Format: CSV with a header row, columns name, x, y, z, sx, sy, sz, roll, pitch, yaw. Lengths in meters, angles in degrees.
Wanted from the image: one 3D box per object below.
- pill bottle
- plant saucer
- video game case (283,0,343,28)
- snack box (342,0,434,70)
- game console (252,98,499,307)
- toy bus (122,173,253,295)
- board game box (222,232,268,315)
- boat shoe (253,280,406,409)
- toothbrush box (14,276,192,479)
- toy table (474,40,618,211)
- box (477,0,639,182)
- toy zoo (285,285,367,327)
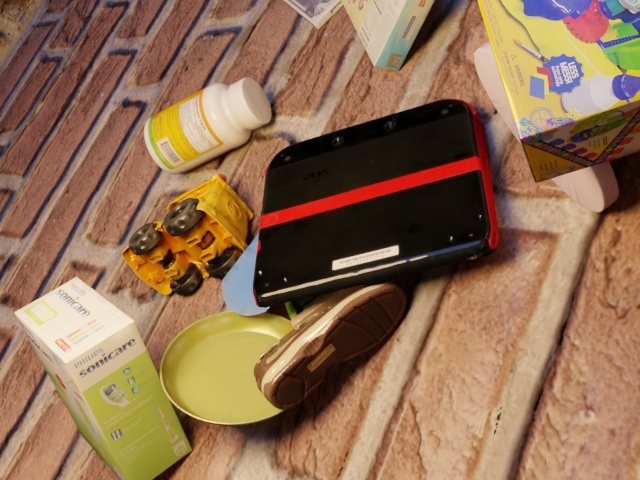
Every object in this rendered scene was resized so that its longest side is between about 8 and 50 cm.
name,x,y,z,sx,sy,sz,roll,pitch,yaw
pill bottle,-0.228,-0.239,1.720,0.246,0.136,0.136,-21,48,26
plant saucer,-0.126,0.202,1.302,0.241,0.037,0.241,-1,39,1
video game case,0.013,-0.564,1.850,0.173,0.022,0.190,-43,42,4
snack box,0.116,-0.495,1.602,0.187,0.060,0.322,-62,34,39
game console,0.079,-0.064,1.333,0.387,0.060,0.342,-15,47,19
toy bus,-0.239,-0.029,1.578,0.220,0.149,0.211,-26,33,26
board game box,-0.087,0.056,1.399,0.168,0.033,0.133,-53,44,-5
boat shoe,0.006,0.136,1.246,0.257,0.095,0.095,-35,31,-15
toothbrush box,-0.344,0.228,1.339,0.122,0.283,0.206,-32,36,-27
toy table,0.355,-0.196,1.146,0.161,0.274,0.252,-38,8,-4
box,0.332,-0.260,0.953,0.279,0.177,0.290,-18,72,15
toy zoo,0.000,0.000,1.418,0.192,0.030,0.293,-37,39,11
